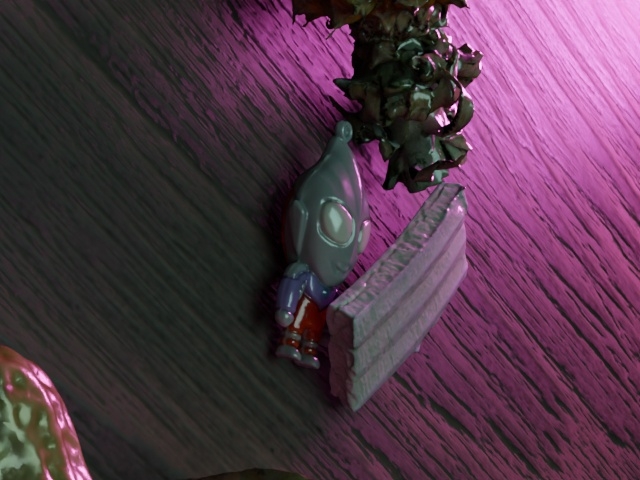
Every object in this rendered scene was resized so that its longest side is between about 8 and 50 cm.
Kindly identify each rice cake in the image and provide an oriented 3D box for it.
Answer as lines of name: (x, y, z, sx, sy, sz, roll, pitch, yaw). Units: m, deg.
rice cake: (0.078, 0.049, 1.554, 0.237, 0.043, 0.127, -48, 147, -41)

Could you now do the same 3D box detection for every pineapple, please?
pineapple: (0.084, -0.183, 1.565, 0.262, 0.262, 0.272, -39, 124, -45)

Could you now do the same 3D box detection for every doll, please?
doll: (0.000, 0.000, 1.502, 0.102, 0.075, 0.228, 34, 66, -55)

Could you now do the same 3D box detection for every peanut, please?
peanut: (-0.206, 0.206, 1.162, 0.143, 0.159, 0.291, -22, 95, -50)

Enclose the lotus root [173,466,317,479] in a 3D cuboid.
lotus root: (-0.013, 0.306, 1.260, 0.267, 0.260, 0.149, 45, 51, -28)
